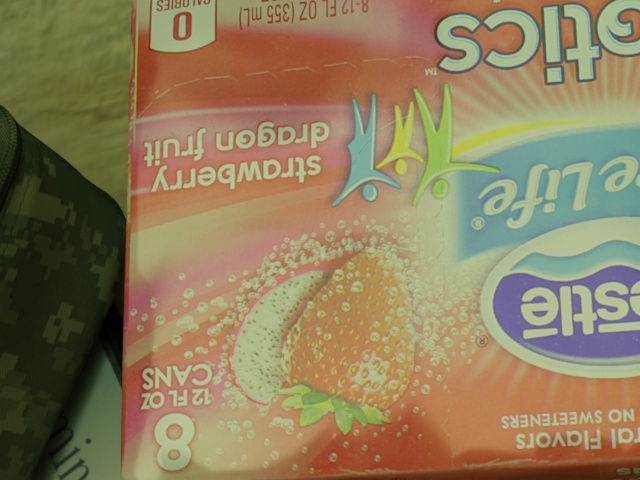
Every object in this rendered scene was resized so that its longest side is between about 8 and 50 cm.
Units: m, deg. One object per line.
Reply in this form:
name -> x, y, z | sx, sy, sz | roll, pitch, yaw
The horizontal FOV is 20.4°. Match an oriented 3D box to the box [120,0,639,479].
box -> 0.108, 0.004, 0.491 | 0.300, 0.142, 0.154 | -5, 69, 11

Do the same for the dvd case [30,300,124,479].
dvd case -> -0.183, 0.119, 0.795 | 0.253, 0.022, 0.180 | -38, 50, 8

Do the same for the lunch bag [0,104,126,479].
lunch bag -> -0.256, 0.046, 0.700 | 0.212, 0.256, 0.305 | 14, 73, 37
